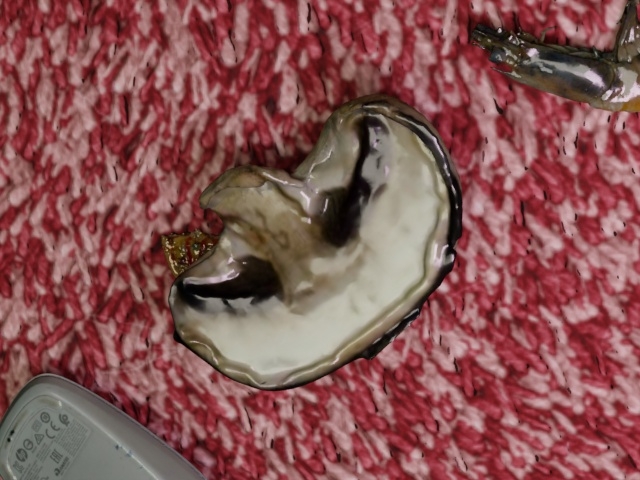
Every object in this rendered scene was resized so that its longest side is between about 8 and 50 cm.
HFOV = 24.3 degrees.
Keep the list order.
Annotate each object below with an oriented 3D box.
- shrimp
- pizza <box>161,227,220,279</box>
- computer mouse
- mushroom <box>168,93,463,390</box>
[{"bbox_3d":[0.258,-0.205,1.425,0.217,0.051,0.150,12,105,1],"label":"shrimp"},{"bbox_3d":[-0.131,0.023,1.589,0.099,0.029,0.100,27,110,5],"label":"pizza"},{"bbox_3d":[-0.227,0.267,1.650,0.288,0.097,0.159,37,113,12],"label":"computer mouse"},{"bbox_3d":[0.001,-0.001,1.501,0.247,0.130,0.344,36,108,3],"label":"mushroom"}]
